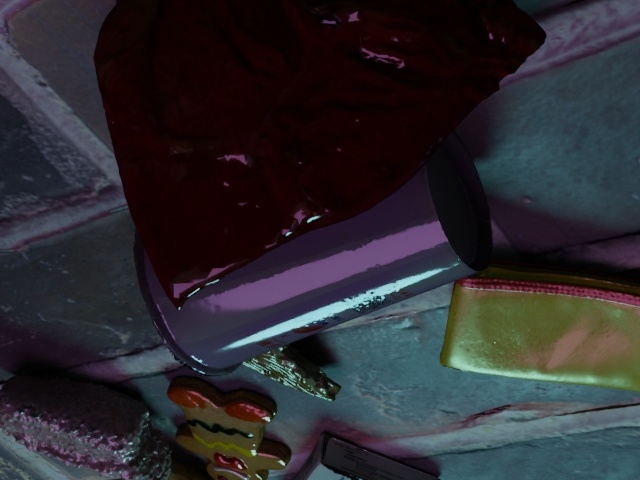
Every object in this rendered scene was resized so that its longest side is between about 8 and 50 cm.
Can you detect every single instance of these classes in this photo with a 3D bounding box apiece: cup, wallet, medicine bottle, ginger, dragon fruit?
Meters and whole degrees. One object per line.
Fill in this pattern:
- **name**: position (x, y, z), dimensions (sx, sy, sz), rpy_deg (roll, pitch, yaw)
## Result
- **cup**: position (0.000, 0.000, 0.988), dimensions (0.288, 0.203, 0.203), rpy_deg (-17, 129, 28)
- **wallet**: position (0.246, 0.079, 1.064), dimensions (0.241, 0.067, 0.141), rpy_deg (8, 134, 7)
- **medicine bottle**: position (0.049, 0.353, 1.456), dimensions (0.171, 0.052, 0.201), rpy_deg (22, 141, -3)
- **ginger**: position (-0.183, 0.376, 1.557), dimensions (0.205, 0.081, 0.115), rpy_deg (33, 171, -18)
- **dragon fruit**: position (0.007, -0.129, 0.831), dimensions (0.330, 0.302, 0.240), rpy_deg (-19, 168, 0)

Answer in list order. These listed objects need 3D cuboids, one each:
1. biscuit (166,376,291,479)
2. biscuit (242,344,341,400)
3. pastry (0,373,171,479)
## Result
- **biscuit**: position (-0.123, 0.278, 1.453), dimensions (0.165, 0.036, 0.250), rpy_deg (11, 140, 11)
- **biscuit**: position (-0.061, 0.128, 1.213), dimensions (0.228, 0.031, 0.176), rpy_deg (32, 162, -19)
- **pastry**: position (-0.318, 0.249, 1.444), dimensions (0.265, 0.103, 0.112), rpy_deg (24, 134, -2)
